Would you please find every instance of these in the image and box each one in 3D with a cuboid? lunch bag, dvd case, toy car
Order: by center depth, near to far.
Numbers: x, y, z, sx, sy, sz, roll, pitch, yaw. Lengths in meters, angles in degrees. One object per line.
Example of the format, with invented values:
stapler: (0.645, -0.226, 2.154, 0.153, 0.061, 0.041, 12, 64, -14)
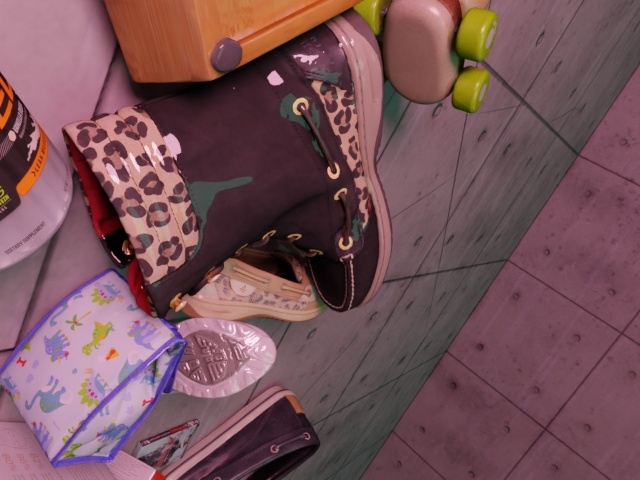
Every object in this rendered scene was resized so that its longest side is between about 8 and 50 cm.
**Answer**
lunch bag: (-0.219, 0.120, 0.513, 0.151, 0.128, 0.096, -53, 154, -2)
toy car: (0.154, -0.274, 0.620, 0.188, 0.155, 0.149, -56, 156, -21)
dvd case: (-0.260, 0.345, 0.843, 0.119, 0.013, 0.087, -2, 124, -58)

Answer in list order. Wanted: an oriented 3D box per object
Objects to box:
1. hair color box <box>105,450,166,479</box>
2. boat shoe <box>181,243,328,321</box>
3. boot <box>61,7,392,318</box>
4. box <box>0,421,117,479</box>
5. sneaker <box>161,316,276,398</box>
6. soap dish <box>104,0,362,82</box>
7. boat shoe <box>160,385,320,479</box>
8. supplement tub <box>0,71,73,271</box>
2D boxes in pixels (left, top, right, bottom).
hair color box: (-0.295, 0.370, 0.679, 0.167, 0.093, 0.053, -59, 158, -33)
boat shoe: (-0.066, 0.049, 0.693, 0.285, 0.104, 0.089, 2, 116, -54)
boot: (-0.063, -0.017, 0.531, 0.284, 0.138, 0.378, -32, 140, -28)
box: (-0.314, 0.271, 0.543, 0.091, 0.130, 0.170, -51, 152, -5)
sneaker: (-0.158, 0.139, 0.613, 0.232, 0.091, 0.115, -10, 174, 11)
soap dish: (-0.050, -0.264, 0.328, 0.229, 0.118, 0.291, -38, 149, -26)
boat shoe: (-0.203, 0.478, 0.941, 0.500, 0.156, 0.187, -35, 150, -29)
supplement tub: (-0.232, -0.071, 0.278, 0.117, 0.117, 0.190, -42, 152, -20)
